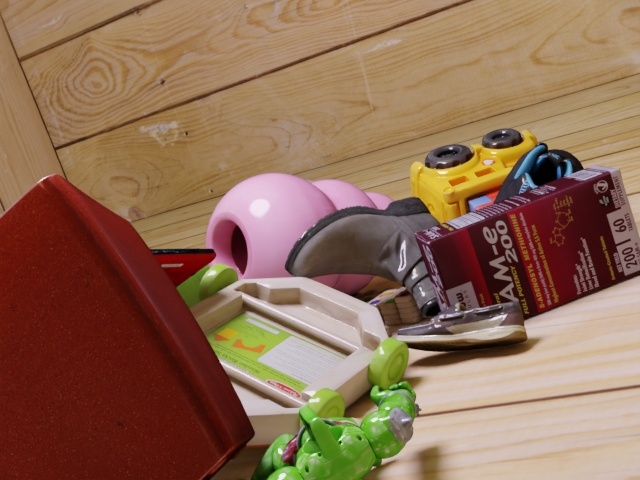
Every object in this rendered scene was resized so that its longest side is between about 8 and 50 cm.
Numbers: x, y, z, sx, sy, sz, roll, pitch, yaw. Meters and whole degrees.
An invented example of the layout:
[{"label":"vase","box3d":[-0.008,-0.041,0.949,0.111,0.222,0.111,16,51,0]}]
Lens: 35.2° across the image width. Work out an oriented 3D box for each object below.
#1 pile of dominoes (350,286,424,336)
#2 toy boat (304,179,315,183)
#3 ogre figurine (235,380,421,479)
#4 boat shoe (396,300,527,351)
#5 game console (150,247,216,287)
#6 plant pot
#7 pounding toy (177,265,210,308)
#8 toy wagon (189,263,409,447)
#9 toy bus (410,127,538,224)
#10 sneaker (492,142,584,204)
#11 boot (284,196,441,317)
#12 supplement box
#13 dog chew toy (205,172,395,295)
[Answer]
[{"label":"pile of dominoes","box3d":[0.056,0.089,1.401,0.251,0.040,0.196,-9,15,45]},{"label":"toy boat","box3d":[-0.077,-0.014,2.024,0.231,0.151,0.151,-22,-20,-16]},{"label":"ogre figurine","box3d":[0.004,0.183,0.847,0.197,0.097,0.118,-10,-3,-10]},{"label":"boat shoe","box3d":[0.154,0.094,1.112,0.152,0.049,0.056,-7,-18,29]},{"label":"game console","box3d":[-0.214,0.013,1.143,0.124,0.085,0.144,-35,-18,29]},{"label":"plant pot","box3d":[-0.203,0.141,0.825,0.267,0.236,0.267,-43,-6,-4]},{"label":"pounding toy","box3d":[-0.149,0.112,1.581,0.183,0.110,0.237,-29,-22,14]},{"label":"toy wagon","box3d":[-0.084,0.134,1.079,0.267,0.068,0.344,21,34,31]},{"label":"toy bus","box3d":[0.276,-0.069,1.577,0.220,0.150,0.211,-19,23,-9]},{"label":"sneaker","box3d":[0.315,-0.067,1.369,0.125,0.140,0.341,23,30,12]},{"label":"boot","box3d":[0.092,0.032,1.259,0.246,0.161,0.083,-16,-37,-36]},{"label":"supplement box","box3d":[0.246,0.013,1.181,0.239,0.130,0.073,-21,10,-4]},{"label":"dog chew toy","box3d":[0.000,0.000,1.479,0.331,0.207,0.206,-7,-1,-40]}]
